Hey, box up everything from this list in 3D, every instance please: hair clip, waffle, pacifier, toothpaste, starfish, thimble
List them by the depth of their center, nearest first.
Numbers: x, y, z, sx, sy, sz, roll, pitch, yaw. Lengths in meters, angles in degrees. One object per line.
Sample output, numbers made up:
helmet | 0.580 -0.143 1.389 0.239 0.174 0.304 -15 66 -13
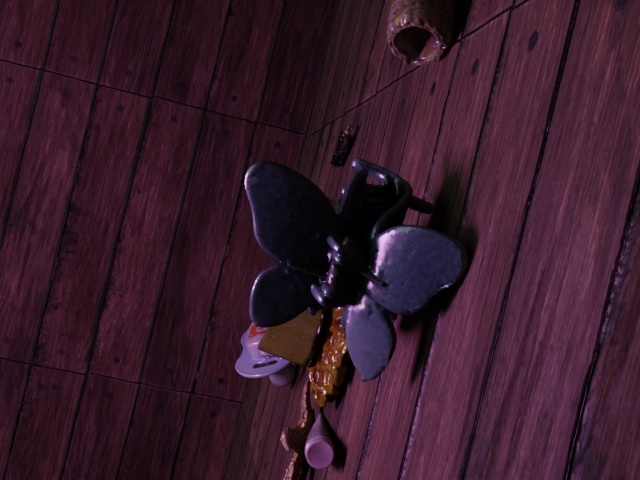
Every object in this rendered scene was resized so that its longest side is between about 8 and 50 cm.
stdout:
hair clip | 0.063 0.034 1.385 0.238 0.392 0.318 -40 -31 -61
thimble | 0.209 -0.459 1.601 0.190 0.138 0.143 96 -175 -73
toothpaste | -0.005 0.467 1.787 0.323 0.066 0.100 107 172 -84
waffle | 0.035 0.231 1.871 0.325 0.068 0.302 -88 15 -59
starfish | -0.046 0.508 1.955 0.299 0.060 0.302 84 -164 -45
pacifier | -0.131 0.359 2.427 0.299 0.244 0.233 -84 -20 -59

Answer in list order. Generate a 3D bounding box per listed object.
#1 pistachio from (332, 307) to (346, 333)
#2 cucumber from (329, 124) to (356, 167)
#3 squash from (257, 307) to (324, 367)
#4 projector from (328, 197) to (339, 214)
pistachio | 0.091 0.121 1.610 0.110 0.100 0.189 -55 -14 -54
cucumber | 0.072 -0.292 2.459 0.181 0.053 0.053 112 167 -53
squash | -0.059 0.197 1.934 0.220 0.133 0.220 -160 90 -89
projector | 0.000 0.000 2.342 0.193 0.088 0.269 110 169 -50
